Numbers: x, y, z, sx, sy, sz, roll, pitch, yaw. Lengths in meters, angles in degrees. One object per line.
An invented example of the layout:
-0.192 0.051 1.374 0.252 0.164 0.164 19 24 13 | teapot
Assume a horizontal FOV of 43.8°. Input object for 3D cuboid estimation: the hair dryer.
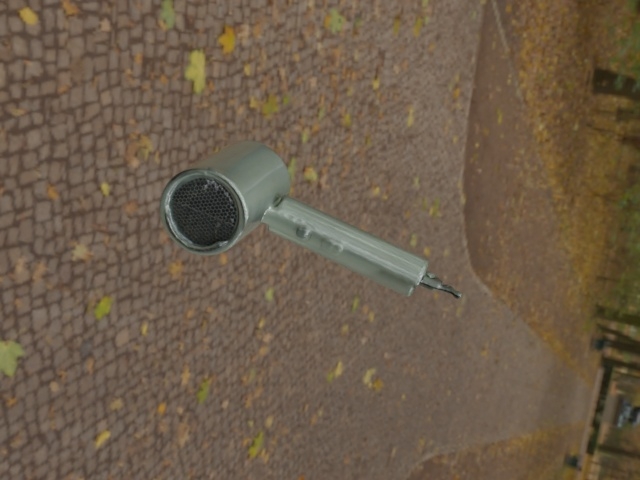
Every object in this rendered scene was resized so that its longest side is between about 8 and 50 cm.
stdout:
0.000 0.000 0.331 0.037 0.124 0.063 -67 173 22 | hair dryer
